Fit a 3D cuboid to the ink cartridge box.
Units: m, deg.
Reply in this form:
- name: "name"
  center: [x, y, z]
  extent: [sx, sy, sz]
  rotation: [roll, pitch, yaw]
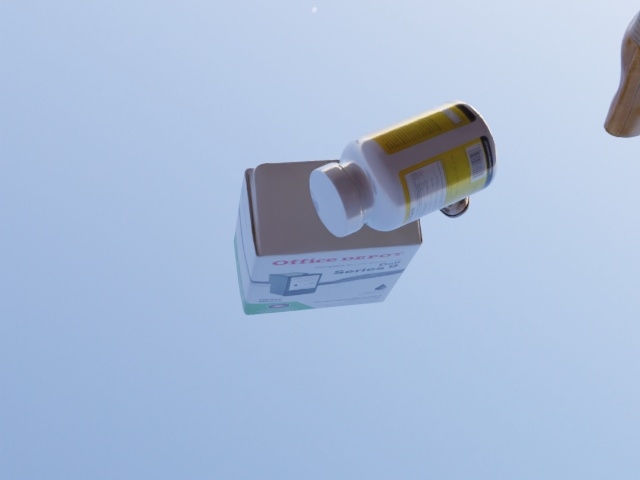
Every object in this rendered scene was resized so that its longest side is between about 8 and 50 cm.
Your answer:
- name: "ink cartridge box"
  center: [0.000, 0.000, 1.441]
  extent: [0.211, 0.289, 0.122]
  rotation: [-5, -107, -8]

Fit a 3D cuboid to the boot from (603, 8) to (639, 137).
- name: "boot"
  center: [0.436, -0.248, 1.307]
  extent: [0.104, 0.211, 0.295]
  rotation: [36, -134, 26]

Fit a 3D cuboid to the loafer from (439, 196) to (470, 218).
- name: "loafer"
  center: [0.150, -0.076, 1.340]
  extent: [0.039, 0.045, 0.125]
  rotation: [51, -161, -34]

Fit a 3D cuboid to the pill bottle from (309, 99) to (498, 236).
- name: "pill bottle"
  center: [0.085, -0.071, 1.144]
  extent: [0.184, 0.103, 0.103]
  rotation: [-23, -110, -21]
